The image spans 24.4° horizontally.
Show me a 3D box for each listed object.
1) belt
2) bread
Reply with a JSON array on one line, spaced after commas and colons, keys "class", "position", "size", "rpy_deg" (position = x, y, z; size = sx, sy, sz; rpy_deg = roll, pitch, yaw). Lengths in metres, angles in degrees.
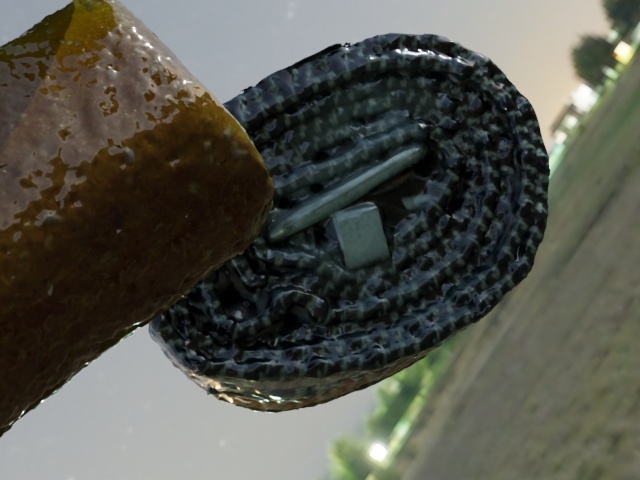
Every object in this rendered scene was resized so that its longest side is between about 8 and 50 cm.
[{"class": "belt", "position": [0.000, 0.000, 0.962], "size": [0.295, 0.207, 0.160], "rpy_deg": [-34, -3, -14]}, {"class": "bread", "position": [-0.119, -0.008, 0.610], "size": [0.172, 0.132, 0.103], "rpy_deg": [-37, -11, -28]}]
